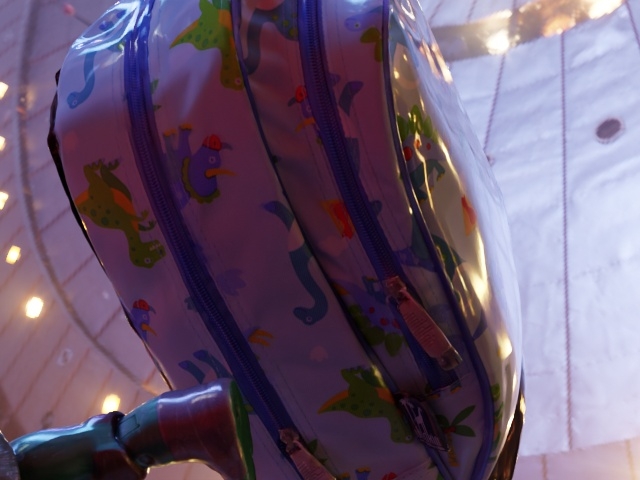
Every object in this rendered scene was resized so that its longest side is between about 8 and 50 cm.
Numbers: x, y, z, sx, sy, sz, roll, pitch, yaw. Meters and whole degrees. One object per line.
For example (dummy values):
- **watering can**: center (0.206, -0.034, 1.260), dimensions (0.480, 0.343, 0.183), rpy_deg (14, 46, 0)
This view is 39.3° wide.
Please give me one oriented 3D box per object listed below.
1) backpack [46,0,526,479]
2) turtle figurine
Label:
- **backpack**: center (0.000, 0.000, 0.539), dimensions (0.273, 0.355, 0.290), rpy_deg (-31, -160, 29)
- **turtle figurine**: center (-0.145, 0.120, 0.355), dimensions (0.234, 0.118, 0.175), rpy_deg (-8, -122, 5)
